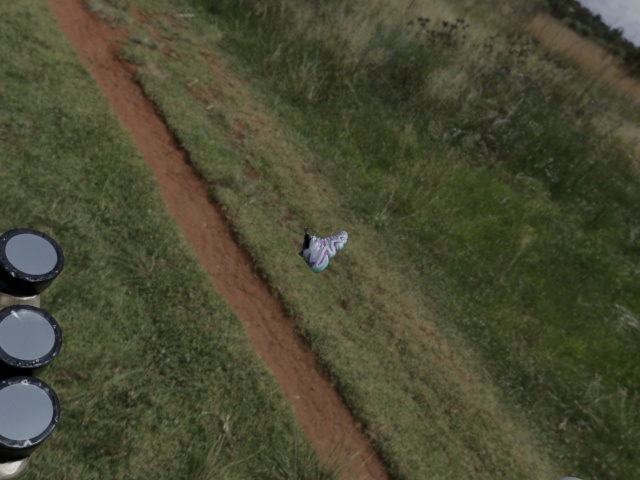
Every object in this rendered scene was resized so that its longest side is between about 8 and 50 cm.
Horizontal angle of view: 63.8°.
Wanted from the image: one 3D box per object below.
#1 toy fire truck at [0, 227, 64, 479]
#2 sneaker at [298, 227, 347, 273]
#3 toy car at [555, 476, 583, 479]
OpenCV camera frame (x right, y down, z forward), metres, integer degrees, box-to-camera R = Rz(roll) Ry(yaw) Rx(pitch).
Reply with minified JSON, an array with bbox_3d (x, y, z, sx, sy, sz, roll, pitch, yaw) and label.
[{"bbox_3d":[-0.351,0.087,0.384,0.246,0.158,0.217,19,43,-43],"label":"toy fire truck"},{"bbox_3d":[0.000,0.000,0.862,0.069,0.038,0.098,46,54,-10],"label":"sneaker"},{"bbox_3d":[0.332,0.383,0.620,0.159,0.182,0.136,29,-17,38],"label":"toy car"}]
